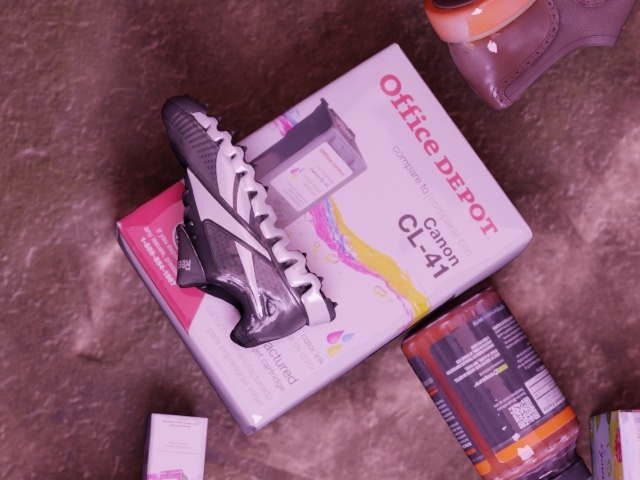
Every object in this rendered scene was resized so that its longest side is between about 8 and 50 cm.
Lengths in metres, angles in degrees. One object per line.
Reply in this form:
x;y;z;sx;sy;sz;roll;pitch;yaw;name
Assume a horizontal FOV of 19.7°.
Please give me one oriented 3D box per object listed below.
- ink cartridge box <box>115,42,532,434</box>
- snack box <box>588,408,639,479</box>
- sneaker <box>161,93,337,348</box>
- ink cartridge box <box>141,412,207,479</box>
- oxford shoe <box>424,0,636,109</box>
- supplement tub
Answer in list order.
0.000;0.000;1.663;0.306;0.131;0.226;-34;85;-8;ink cartridge box
0.276;0.226;1.667;0.037;0.100;0.141;-1;80;-7;snack box
-0.087;-0.011;1.553;0.106;0.078;0.234;-30;86;-10;sneaker
-0.133;0.218;1.635;0.052;0.088;0.122;6;81;-8;ink cartridge box
0.258;-0.264;1.757;0.364;0.130;0.132;-37;119;-17;oxford shoe
0.164;0.148;1.667;0.106;0.106;0.198;-31;85;-9;supplement tub
